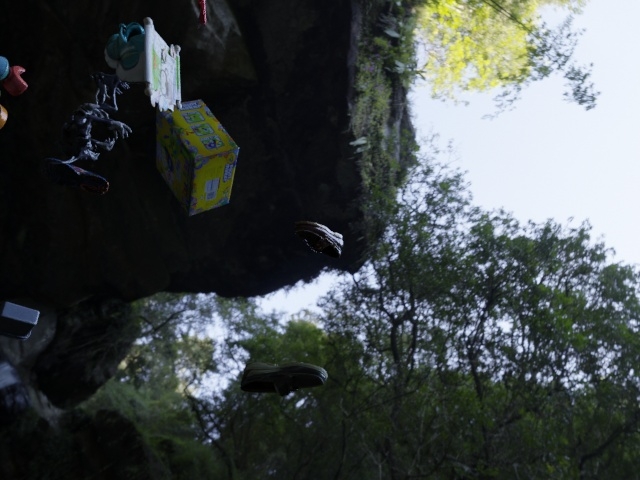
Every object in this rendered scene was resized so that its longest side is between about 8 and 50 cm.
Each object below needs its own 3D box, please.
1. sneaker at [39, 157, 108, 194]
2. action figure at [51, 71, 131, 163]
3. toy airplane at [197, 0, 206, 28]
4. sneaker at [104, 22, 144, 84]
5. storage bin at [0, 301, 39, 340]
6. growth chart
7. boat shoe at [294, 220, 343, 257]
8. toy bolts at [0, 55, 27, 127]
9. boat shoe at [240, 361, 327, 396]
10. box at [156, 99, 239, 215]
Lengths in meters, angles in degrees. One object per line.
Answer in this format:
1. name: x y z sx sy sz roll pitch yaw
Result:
1. sneaker: -0.873 -0.226 1.562 0.087 0.221 0.083 31 -86 56
2. action figure: -0.574 -0.295 1.134 0.164 0.141 0.276 1 -112 41
3. toy airplane: -0.376 -0.747 1.392 0.151 0.028 0.151 180 -90 -75
4. sneaker: -0.418 -0.433 0.995 0.275 0.107 0.110 43 -51 44
5. storage bin: -0.998 0.253 1.441 0.091 0.135 0.098 -34 -134 23
6. growth chart: -0.335 -0.360 0.939 0.021 0.237 0.172 -1 -82 -3
7. boat shoe: 0.000 0.000 1.279 0.073 0.207 0.073 -6 -108 39
8. toy bolts: -1.078 -0.490 1.398 0.228 0.158 0.218 -33 -114 9
9. boat shoe: -0.094 0.350 1.088 0.223 0.073 0.080 -3 -51 18
10. box: -0.462 -0.302 1.614 0.279 0.177 0.290 52 -36 21
